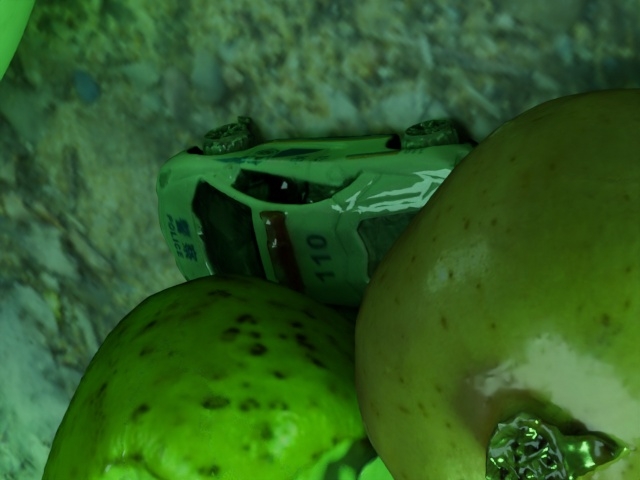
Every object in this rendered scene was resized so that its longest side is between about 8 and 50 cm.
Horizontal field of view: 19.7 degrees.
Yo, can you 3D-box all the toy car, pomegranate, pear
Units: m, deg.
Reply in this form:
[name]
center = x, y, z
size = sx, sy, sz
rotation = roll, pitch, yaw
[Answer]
[toy car]
center = 0.000, 0.000, 0.788
size = 0.186, 0.058, 0.093
rotation = 2, 116, 35
[pomegranate]
center = 0.108, 0.043, 0.649
size = 0.191, 0.191, 0.191
rotation = 17, 123, 28
[pear]
center = 0.012, 0.134, 0.765
size = 0.164, 0.238, 0.255
rotation = -24, 81, 36

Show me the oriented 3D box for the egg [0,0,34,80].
[egg]
center = -0.246, -0.144, 0.741
size = 0.276, 0.276, 0.389
rotation = 38, 131, 13
